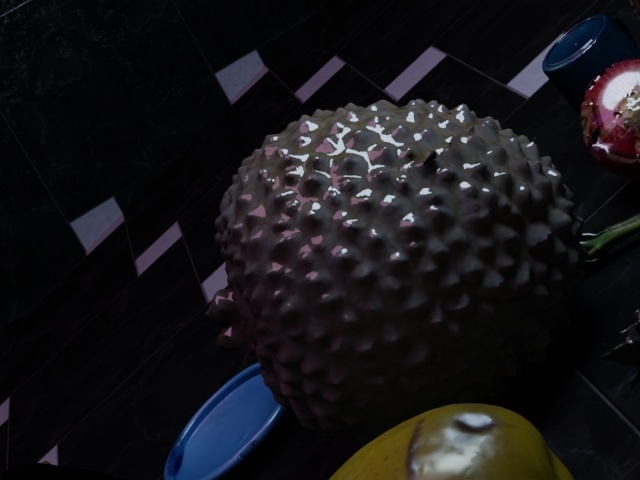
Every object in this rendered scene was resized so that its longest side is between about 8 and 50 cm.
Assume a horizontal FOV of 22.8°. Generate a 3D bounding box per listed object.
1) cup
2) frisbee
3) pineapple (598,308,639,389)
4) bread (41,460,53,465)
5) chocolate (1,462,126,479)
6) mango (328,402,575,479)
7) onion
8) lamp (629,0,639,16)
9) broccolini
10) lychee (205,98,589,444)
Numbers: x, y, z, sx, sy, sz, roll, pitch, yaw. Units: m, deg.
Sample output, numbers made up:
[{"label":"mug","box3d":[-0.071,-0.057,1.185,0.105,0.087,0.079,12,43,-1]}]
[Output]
[{"label":"cup","box3d":[0.365,-0.212,2.037,0.113,0.138,0.150,-38,19,18]},{"label":"frisbee","box3d":[-0.115,0.259,2.162,0.242,0.045,0.242,-39,17,14]},{"label":"pineapple","box3d":[0.364,0.027,1.519,0.130,0.119,0.277,-33,20,50]},{"label":"bread","box3d":[-0.445,0.478,2.288,0.185,0.109,0.380,-52,11,19]},{"label":"chocolate","box3d":[-0.339,0.415,2.107,0.224,0.206,0.177,21,98,66]},{"label":"mango","box3d":[0.043,0.334,1.364,0.445,0.220,0.301,-45,20,7]},{"label":"onion","box3d":[0.380,-0.130,1.890,0.150,0.150,0.140,-47,-22,-12]},{"label":"lamp","box3d":[0.446,-0.308,1.854,0.177,0.274,0.177,-34,25,18]},{"label":"broccolini","box3d":[0.340,-0.005,1.791,0.239,0.051,0.054,-24,69,34]},{"label":"lychee","box3d":[0.078,0.029,1.752,0.432,0.380,0.380,-18,23,9]}]
